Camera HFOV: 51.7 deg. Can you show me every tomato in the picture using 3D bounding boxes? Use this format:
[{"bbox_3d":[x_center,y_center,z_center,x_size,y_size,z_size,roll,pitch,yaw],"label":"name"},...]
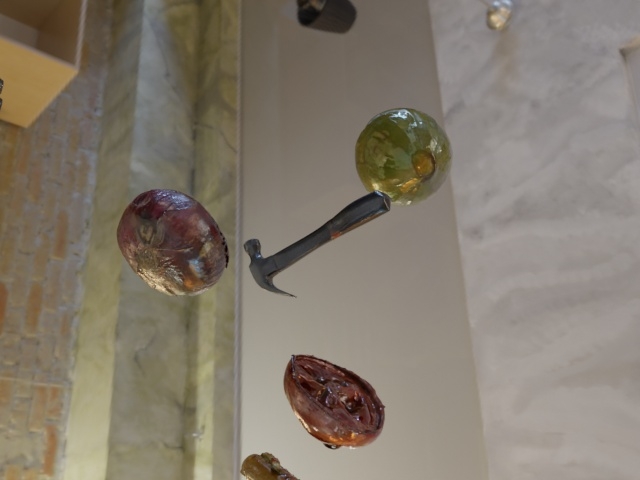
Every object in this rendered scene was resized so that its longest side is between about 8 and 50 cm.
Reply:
[{"bbox_3d":[0.014,0.318,1.261,0.101,0.228,0.228,-54,-137,15],"label":"tomato"}]

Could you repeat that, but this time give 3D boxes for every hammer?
[{"bbox_3d":[0.000,0.000,1.179,0.290,0.037,0.137,-30,-115,16],"label":"hammer"}]

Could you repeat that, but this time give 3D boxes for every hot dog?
[{"bbox_3d":[-0.092,0.496,1.370,0.076,0.104,0.250,-61,-158,-9],"label":"hot dog"}]

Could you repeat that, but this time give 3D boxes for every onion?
[{"bbox_3d":[-0.305,0.004,1.392,0.246,0.246,0.190,-8,-148,47],"label":"onion"}]

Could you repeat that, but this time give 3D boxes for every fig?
[{"bbox_3d":[0.204,-0.187,1.551,0.239,0.239,0.271,-61,-160,13],"label":"fig"}]

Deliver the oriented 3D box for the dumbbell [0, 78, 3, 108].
[{"bbox_3d":[-0.583,-0.260,1.169,0.040,0.036,0.083,-54,-140,32],"label":"dumbbell"}]
